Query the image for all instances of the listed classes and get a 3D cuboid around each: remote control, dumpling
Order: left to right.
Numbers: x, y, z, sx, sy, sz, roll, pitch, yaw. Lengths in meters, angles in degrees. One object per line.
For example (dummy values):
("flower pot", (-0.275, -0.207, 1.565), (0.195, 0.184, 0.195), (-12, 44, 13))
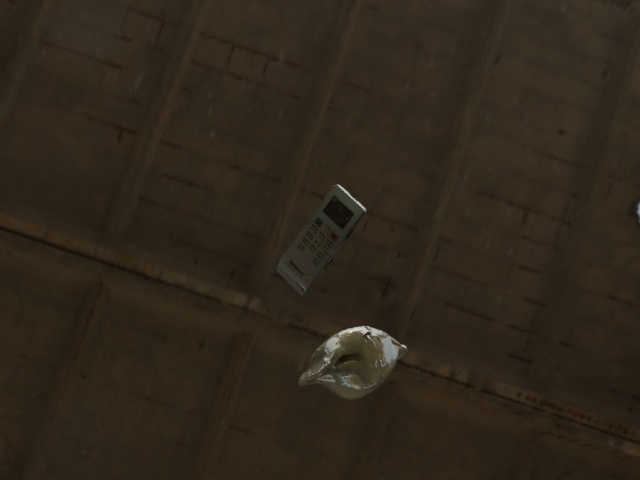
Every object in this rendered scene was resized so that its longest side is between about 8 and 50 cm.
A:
("remote control", (0.000, 0.000, 1.406), (0.065, 0.029, 0.166), (44, -68, 20))
("dumpling", (0.015, 0.080, 0.621), (0.043, 0.059, 0.077), (51, -139, -1))
